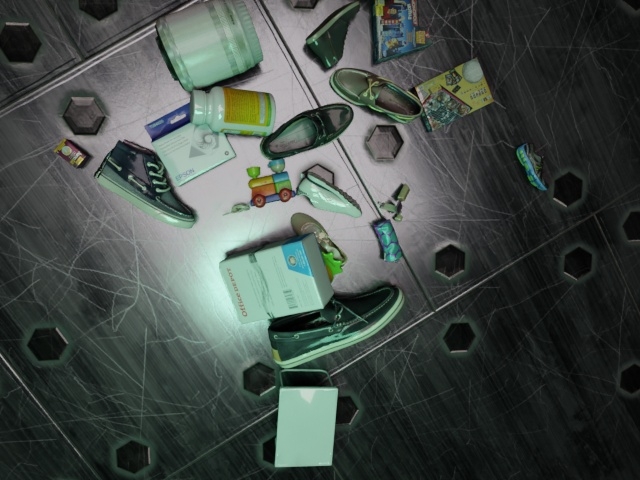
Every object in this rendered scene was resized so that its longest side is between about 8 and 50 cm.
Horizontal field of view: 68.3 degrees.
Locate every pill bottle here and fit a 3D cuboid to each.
[{"bbox_3d":[-0.274,-0.401,1.461,0.246,0.136,0.136,-1,98,-24],"label":"pill bottle"}]

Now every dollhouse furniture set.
[{"bbox_3d":[0.263,-0.142,1.667,0.081,0.091,0.114,18,68,29],"label":"dollhouse furniture set"}]

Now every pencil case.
[{"bbox_3d":[0.236,0.002,1.654,0.070,0.064,0.151,-23,100,-21],"label":"pencil case"}]

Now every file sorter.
[{"bbox_3d":[-0.059,0.610,1.645,0.193,0.173,0.277,3,98,-9],"label":"file sorter"}]

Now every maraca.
[{"bbox_3d":[-0.009,0.110,1.606,0.127,0.099,0.186,42,115,-16],"label":"maraca"}]

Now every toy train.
[{"bbox_3d":[-0.216,-0.178,1.552,0.248,0.105,0.143,-13,93,-6],"label":"toy train"}]

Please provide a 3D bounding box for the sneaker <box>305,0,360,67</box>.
[{"bbox_3d":[0.061,-0.673,1.540,0.222,0.083,0.118,-43,120,-7],"label":"sneaker"}]

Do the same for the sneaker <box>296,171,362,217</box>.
[{"bbox_3d":[0.034,-0.137,1.607,0.235,0.090,0.095,32,105,-7],"label":"sneaker"}]

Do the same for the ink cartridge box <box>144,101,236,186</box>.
[{"bbox_3d":[-0.423,-0.322,1.528,0.223,0.045,0.224,-29,100,-3],"label":"ink cartridge box"}]

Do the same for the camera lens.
[{"bbox_3d":[-0.335,-0.590,1.414,0.274,0.219,0.219,-22,100,-4],"label":"camera lens"}]

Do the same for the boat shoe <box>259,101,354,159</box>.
[{"bbox_3d":[-0.038,-0.360,1.541,0.340,0.113,0.127,-20,101,-4],"label":"boat shoe"}]

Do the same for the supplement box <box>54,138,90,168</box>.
[{"bbox_3d":[-0.783,-0.273,1.487,0.083,0.043,0.055,39,90,-12],"label":"supplement box"}]

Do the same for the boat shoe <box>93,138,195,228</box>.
[{"bbox_3d":[-0.527,-0.181,1.487,0.340,0.127,0.158,30,103,-10],"label":"boat shoe"}]

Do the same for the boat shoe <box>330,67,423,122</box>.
[{"bbox_3d":[0.190,-0.487,1.562,0.324,0.097,0.116,24,94,-10],"label":"boat shoe"}]

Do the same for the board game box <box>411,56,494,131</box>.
[{"bbox_3d":[0.455,-0.501,1.625,0.243,0.042,0.165,-26,101,-4],"label":"board game box"}]

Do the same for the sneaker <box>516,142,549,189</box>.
[{"bbox_3d":[0.776,-0.264,1.689,0.078,0.067,0.188,-29,98,3],"label":"sneaker"}]

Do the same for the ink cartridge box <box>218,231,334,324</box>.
[{"bbox_3d":[-0.142,0.123,1.529,0.307,0.129,0.223,-14,101,22],"label":"ink cartridge box"}]

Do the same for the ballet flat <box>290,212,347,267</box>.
[{"bbox_3d":[0.000,0.000,1.614,0.248,0.086,0.086,43,91,-11],"label":"ballet flat"}]

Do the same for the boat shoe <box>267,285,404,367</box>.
[{"bbox_3d":[0.049,0.265,1.609,0.500,0.187,0.156,-24,106,1],"label":"boat shoe"}]

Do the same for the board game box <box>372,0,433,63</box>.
[{"bbox_3d":[0.272,-0.695,1.564,0.194,0.060,0.194,-5,98,-8],"label":"board game box"}]
